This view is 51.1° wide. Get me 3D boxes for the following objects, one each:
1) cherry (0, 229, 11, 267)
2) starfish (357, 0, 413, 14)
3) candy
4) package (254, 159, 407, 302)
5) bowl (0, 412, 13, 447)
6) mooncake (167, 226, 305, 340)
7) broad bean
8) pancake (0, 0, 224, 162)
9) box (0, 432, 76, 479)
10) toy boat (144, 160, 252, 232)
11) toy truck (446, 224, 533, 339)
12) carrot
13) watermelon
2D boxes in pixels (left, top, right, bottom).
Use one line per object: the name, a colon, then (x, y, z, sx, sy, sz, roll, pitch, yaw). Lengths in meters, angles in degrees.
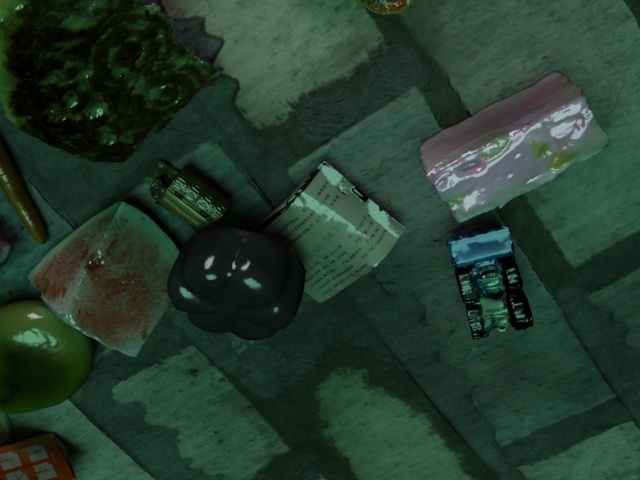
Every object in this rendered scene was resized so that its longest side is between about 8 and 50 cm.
cherry: (-0.653, -0.011, 1.230, 0.148, 0.115, 0.188, 6, 115, 23)
starfish: (0.045, -0.425, 0.986, 0.238, 0.071, 0.216, -21, 110, 4)
candy: (0.300, -0.147, 1.064, 0.265, 0.155, 0.116, -27, 110, 17)
package: (0.000, 0.000, 1.218, 0.204, 0.062, 0.251, 39, 120, -12)
bowl: (-0.845, 0.452, 1.479, 0.276, 0.145, 0.277, 1, 119, 1)
mooncake: (-0.146, 0.079, 1.188, 0.244, 0.133, 0.245, 8, 143, 6)
broad bean: (-0.590, 0.239, 1.355, 0.238, 0.119, 0.291, 37, 114, -15)
pancake: (-0.325, -0.254, 0.975, 0.304, 0.427, 0.067, -31, 70, 3)
box: (-0.727, 0.570, 1.429, 0.143, 0.341, 0.225, 47, 120, 27)
toy boat: (-0.205, -0.058, 1.190, 0.226, 0.068, 0.088, 38, 134, -13)
toy truck: (0.300, 0.063, 1.196, 0.113, 0.126, 0.208, -14, 113, 12)
carrot: (-0.559, -0.098, 1.217, 0.043, 0.043, 0.248, -12, 119, 10)
watermelon: (-0.384, 0.079, 1.210, 0.261, 0.201, 0.213, -40, 118, 18)
